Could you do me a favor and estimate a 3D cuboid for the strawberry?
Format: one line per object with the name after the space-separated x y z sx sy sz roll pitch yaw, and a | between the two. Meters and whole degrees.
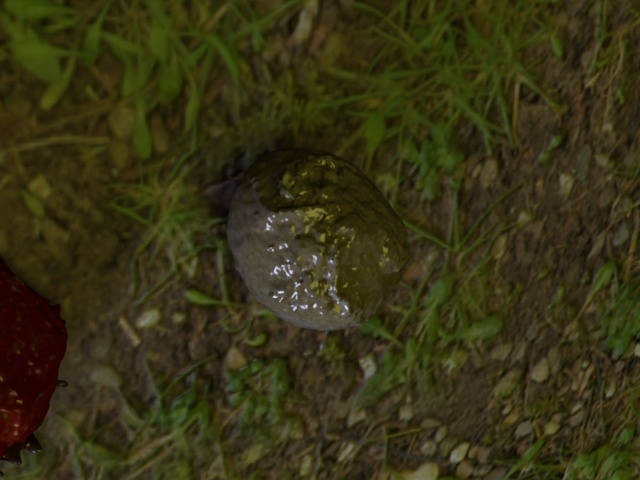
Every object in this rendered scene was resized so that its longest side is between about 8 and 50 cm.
-0.221 0.063 0.549 0.146 0.082 0.187 -40 120 -21 | strawberry

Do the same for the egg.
0.000 0.000 0.632 0.140 0.116 0.118 53 50 -39 | egg
